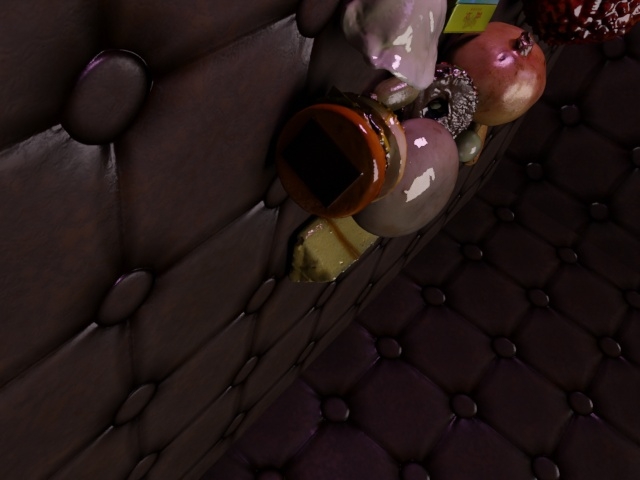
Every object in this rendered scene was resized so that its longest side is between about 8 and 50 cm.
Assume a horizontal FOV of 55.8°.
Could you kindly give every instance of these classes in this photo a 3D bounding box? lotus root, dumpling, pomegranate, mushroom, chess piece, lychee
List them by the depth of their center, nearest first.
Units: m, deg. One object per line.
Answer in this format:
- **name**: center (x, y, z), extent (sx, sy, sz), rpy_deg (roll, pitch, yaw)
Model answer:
- **dumpling**: center (0.197, -0.450, 1.304), extent (0.318, 0.243, 0.187), rpy_deg (-20, 175, -42)
- **lotus root**: center (0.194, -0.392, 1.626), extent (0.183, 0.077, 0.090), rpy_deg (-25, 148, -27)
- **mushroom**: center (0.215, -0.188, 1.715), extent (0.362, 0.294, 0.362), rpy_deg (-34, 149, -23)
- **pomegranate**: center (0.555, -0.531, 1.903), extent (0.338, 0.338, 0.338), rpy_deg (-47, 162, -20)
- **chess piece**: center (0.427, -0.363, 2.039), extent (0.144, 0.251, 0.144), rpy_deg (-46, 161, -21)
- **lychee**: center (0.927, -0.873, 2.060), extent (0.499, 0.425, 0.425), rpy_deg (-31, 160, -5)

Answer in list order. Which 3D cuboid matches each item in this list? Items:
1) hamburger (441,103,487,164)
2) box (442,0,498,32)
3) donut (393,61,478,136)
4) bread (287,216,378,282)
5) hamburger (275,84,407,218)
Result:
- **hamburger**: center (0.510, -0.404, 2.256), extent (0.260, 0.211, 0.245), rpy_deg (-45, 155, -42)
- **box**: center (0.451, -0.732, 1.653), extent (0.187, 0.047, 0.335), rpy_deg (-16, 143, -37)
- **donut**: center (0.333, -0.402, 1.782), extent (0.269, 0.103, 0.270), rpy_deg (-8, 134, -8)
- **bread**: center (0.000, 0.000, 1.938), extent (0.263, 0.198, 0.236), rpy_deg (-42, -167, -30)
- **hamburger**: center (0.051, -0.197, 1.367), extent (0.225, 0.291, 0.291), rpy_deg (-38, 157, -48)
